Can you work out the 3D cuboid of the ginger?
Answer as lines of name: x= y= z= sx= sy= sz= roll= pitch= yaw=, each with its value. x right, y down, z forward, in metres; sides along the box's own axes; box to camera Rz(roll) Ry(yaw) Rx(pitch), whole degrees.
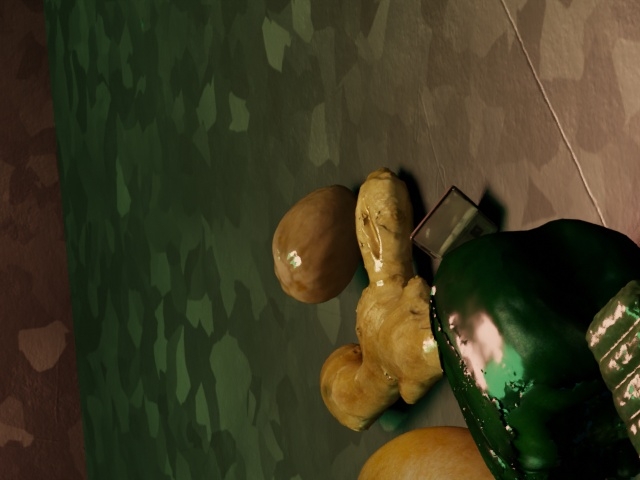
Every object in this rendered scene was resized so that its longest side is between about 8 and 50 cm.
ginger: x=0.090 y=0.136 z=2.171 sx=0.348 sy=0.122 sz=0.363 roll=-116 pitch=41 yaw=-58

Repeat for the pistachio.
pistachio: x=0.000 y=0.000 z=2.323 sx=0.185 sy=0.126 sz=0.108 roll=-69 pitch=10 yaw=-25

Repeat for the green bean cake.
green bean cake: x=0.351 y=0.118 z=1.487 sx=0.094 sy=0.185 sz=0.183 roll=-58 pitch=43 yaw=45

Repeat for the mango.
mango: x=0.164 y=0.329 z=1.922 sx=0.384 sy=0.199 sz=0.221 roll=17 pitch=116 yaw=61

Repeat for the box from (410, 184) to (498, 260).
box: x=0.162 y=-0.010 z=2.020 sx=0.084 sy=0.060 sz=0.063 roll=-50 pitch=43 yaw=2

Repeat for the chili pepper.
chili pepper: x=0.232 y=0.112 z=1.673 sx=0.256 sy=0.249 sz=0.233 roll=59 pitch=145 yaw=40
